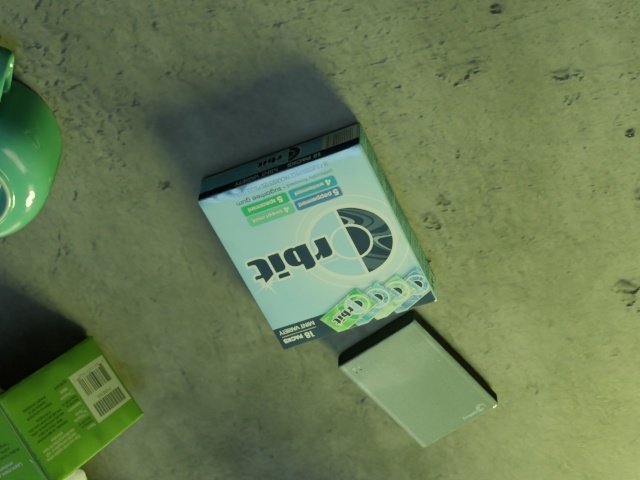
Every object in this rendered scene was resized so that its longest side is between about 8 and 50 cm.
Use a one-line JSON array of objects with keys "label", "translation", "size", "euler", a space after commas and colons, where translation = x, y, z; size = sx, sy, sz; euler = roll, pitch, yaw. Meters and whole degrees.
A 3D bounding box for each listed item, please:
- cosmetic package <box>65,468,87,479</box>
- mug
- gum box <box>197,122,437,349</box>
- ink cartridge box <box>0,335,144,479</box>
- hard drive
[{"label": "cosmetic package", "translation": [-0.303, 0.479, 1.492], "size": [0.162, 0.230, 0.453], "euler": [-7, 101, 30]}, {"label": "mug", "translation": [-0.298, -0.076, 1.290], "size": [0.130, 0.097, 0.157], "euler": [-14, 124, 13]}, {"label": "gum box", "translation": [0.000, 0.000, 1.366], "size": [0.157, 0.041, 0.184], "euler": [-19, 121, 15]}, {"label": "ink cartridge box", "translation": [-0.321, 0.213, 1.431], "size": [0.255, 0.189, 0.097], "euler": [-33, 91, 23]}, {"label": "hard drive", "translation": [0.096, 0.137, 1.470], "size": [0.094, 0.022, 0.135], "euler": [-34, 118, 23]}]
